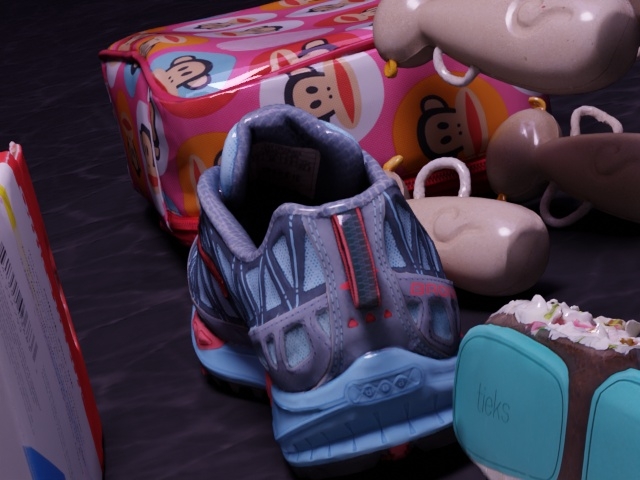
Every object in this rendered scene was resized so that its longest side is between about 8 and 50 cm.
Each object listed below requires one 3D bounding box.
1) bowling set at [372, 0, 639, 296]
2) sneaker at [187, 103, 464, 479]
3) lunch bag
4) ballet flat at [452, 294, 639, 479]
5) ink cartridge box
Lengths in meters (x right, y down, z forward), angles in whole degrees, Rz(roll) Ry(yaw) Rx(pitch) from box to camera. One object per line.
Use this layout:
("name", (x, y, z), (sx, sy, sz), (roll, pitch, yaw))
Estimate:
("bowling set", (0.127, -0.078, 0.970), (0.154, 0.287, 0.200), (14, -13, 48))
("sneaker", (0.000, 0.000, 0.795), (0.104, 0.125, 0.262), (-16, 14, -13))
("lunch bag", (0.014, -0.088, 1.142), (0.258, 0.120, 0.293), (-15, 13, -9))
("ballet flat", (0.101, 0.066, 0.543), (0.077, 0.091, 0.241), (7, 14, -12))
("ink cartridge box", (-0.132, 0.051, 0.703), (0.078, 0.134, 0.231), (-15, 13, -2))
